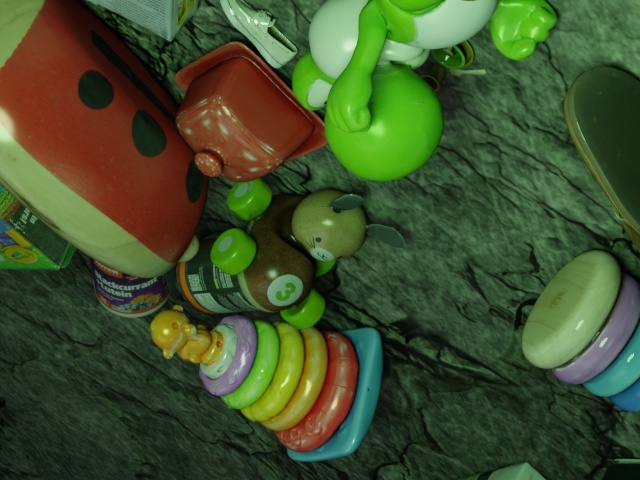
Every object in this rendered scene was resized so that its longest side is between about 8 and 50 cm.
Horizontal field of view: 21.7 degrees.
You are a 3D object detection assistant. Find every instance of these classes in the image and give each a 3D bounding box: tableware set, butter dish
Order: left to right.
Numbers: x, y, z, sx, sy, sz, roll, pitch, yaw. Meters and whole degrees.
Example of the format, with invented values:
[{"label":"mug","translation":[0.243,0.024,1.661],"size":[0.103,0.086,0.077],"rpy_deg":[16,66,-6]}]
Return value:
[{"label":"butter dish","translation":[-0.096,-0.119,1.834],"size":[0.160,0.118,0.160],"rpy_deg":[45,148,-17]},{"label":"tableware set","translation":[0.088,-0.207,1.617],"size":[0.104,0.024,0.154],"rpy_deg":[3,139,43]}]

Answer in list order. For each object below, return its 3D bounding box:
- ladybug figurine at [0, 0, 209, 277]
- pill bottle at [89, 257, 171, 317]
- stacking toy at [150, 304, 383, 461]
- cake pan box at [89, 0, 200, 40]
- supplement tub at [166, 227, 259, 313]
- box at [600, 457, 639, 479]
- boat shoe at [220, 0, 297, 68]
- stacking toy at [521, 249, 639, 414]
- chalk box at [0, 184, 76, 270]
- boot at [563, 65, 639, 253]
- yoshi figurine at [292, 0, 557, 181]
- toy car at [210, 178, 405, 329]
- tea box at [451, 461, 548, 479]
[{"label":"ladybug figurine","translation":[-0.275,-0.141,1.865],"size":[0.162,0.305,0.449],"rpy_deg":[-36,121,14]},{"label":"pill bottle","translation":[-0.250,0.009,2.185],"size":[0.108,0.108,0.193],"rpy_deg":[26,150,14]},{"label":"stacking toy","translation":[-0.087,0.155,2.079],"size":[0.301,0.175,0.165],"rpy_deg":[23,158,-30]},{"label":"cake pan box","translation":[-0.244,-0.350,1.697],"size":[0.266,0.070,0.246],"rpy_deg":[27,148,12]},{"label":"supplement tub","translation":[-0.110,0.038,2.093],"size":[0.198,0.106,0.106],"rpy_deg":[-5,132,49]},{"label":"box","translation":[0.578,0.504,1.907],"size":[0.472,0.297,0.480],"rpy_deg":[46,148,-24]},{"label":"boat shoe","translation":[-0.062,-0.225,1.737],"size":[0.035,0.035,0.100],"rpy_deg":[-32,109,29]},{"label":"stacking toy","translation":[0.379,0.152,1.766],"size":[0.330,0.141,0.141],"rpy_deg":[34,151,-12]},{"label":"chalk box","translation":[-0.405,-0.076,2.105],"size":[0.179,0.180,0.289],"rpy_deg":[1,147,36]},{"label":"boot","translation":[0.306,-0.040,1.574],"size":[0.305,0.112,0.115],"rpy_deg":[47,159,-25]},{"label":"yoshi figurine","translation":[0.095,-0.171,1.476],"size":[0.203,0.203,0.362],"rpy_deg":[25,150,-15]},{"label":"toy car","translation":[0.000,0.000,1.908],"size":[0.188,0.149,0.155],"rpy_deg":[-15,138,39]},{"label":"tea box","translation":[0.193,0.511,2.256],"size":[0.220,0.329,0.323],"rpy_deg":[41,151,-13]}]
